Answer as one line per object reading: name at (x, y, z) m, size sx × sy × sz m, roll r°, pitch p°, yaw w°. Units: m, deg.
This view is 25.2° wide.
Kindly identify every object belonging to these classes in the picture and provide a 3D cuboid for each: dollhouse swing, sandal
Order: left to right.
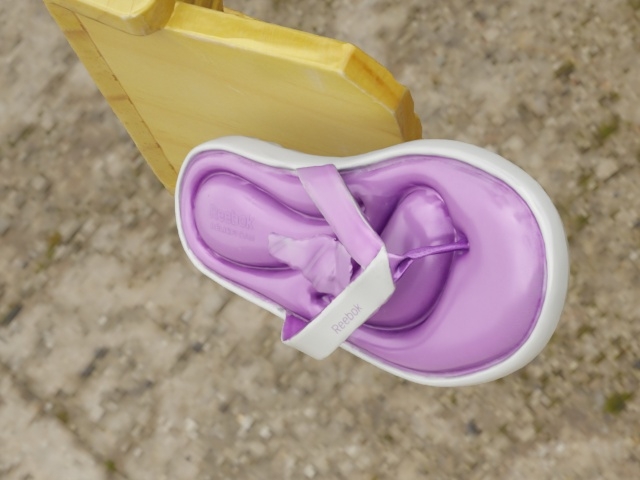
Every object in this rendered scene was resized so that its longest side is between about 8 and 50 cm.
dollhouse swing at (-0.032, -0.190, 1.261) m, size 0.305 × 0.347 × 0.315 m, roll 3°, pitch 62°, yaw 17°
sandal at (0.002, 0.015, 1.009) m, size 0.416 × 0.102 × 0.169 m, roll 8°, pitch 108°, yaw 53°
